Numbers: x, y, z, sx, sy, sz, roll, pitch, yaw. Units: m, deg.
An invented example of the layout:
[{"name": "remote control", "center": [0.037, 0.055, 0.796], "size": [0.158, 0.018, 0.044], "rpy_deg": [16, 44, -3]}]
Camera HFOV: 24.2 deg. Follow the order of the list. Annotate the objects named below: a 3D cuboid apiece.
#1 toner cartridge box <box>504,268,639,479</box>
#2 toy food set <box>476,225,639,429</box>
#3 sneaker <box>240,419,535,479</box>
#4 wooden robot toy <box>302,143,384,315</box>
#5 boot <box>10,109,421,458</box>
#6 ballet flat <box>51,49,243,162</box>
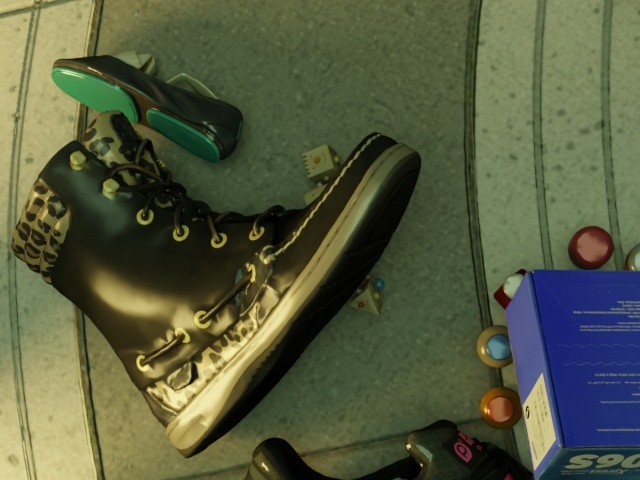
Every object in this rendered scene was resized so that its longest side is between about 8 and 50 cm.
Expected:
[{"name": "toner cartridge box", "center": [0.340, 0.113, 1.257], "size": [0.348, 0.075, 0.165], "rpy_deg": [2, 59, -11]}, {"name": "toy food set", "center": [0.220, 0.068, 1.377], "size": [0.232, 0.104, 0.111], "rpy_deg": [-41, 82, 2]}, {"name": "sneaker", "center": [0.144, 0.267, 1.333], "size": [0.483, 0.185, 0.202], "rpy_deg": [5, 90, 6]}, {"name": "wooden robot toy", "center": [0.000, 0.000, 1.429], "size": [0.079, 0.076, 0.173], "rpy_deg": [-20, 83, 16]}, {"name": "boot", "center": [-0.108, -0.014, 1.367], "size": [0.284, 0.138, 0.377], "rpy_deg": [43, 122, 11]}, {"name": "ballet flat", "center": [-0.164, -0.142, 1.463], "size": [0.203, 0.074, 0.074], "rpy_deg": [26, 89, 14]}]
